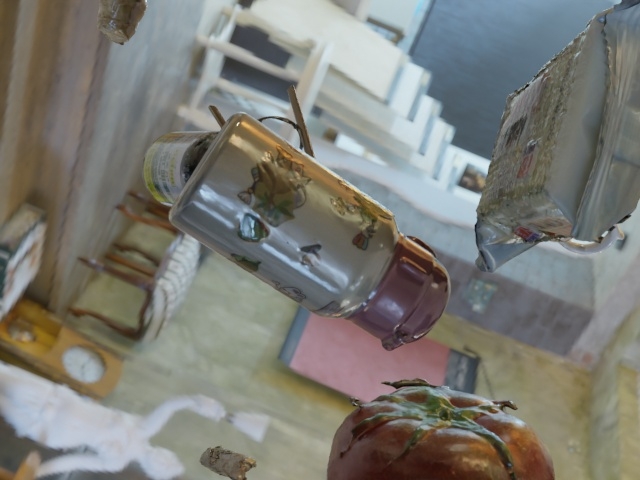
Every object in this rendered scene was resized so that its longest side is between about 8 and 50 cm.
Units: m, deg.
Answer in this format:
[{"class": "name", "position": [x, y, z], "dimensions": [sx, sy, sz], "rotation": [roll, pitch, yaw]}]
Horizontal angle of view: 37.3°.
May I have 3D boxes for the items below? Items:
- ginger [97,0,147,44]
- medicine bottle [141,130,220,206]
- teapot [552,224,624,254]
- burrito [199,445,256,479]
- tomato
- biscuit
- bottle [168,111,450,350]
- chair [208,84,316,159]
[{"class": "ginger", "position": [-0.316, -0.396, 1.480], "dimensions": [0.069, 0.095, 0.190], "rotation": [-128, -155, -50]}, {"class": "medicine bottle", "position": [-0.195, -0.117, 1.621], "dimensions": [0.293, 0.141, 0.141], "rotation": [11, -104, 60]}, {"class": "teapot", "position": [0.396, -0.092, 1.568], "dimensions": [0.166, 0.299, 0.208], "rotation": [-32, -151, 16]}, {"class": "burrito", "position": [-0.163, 0.391, 1.665], "dimensions": [0.051, 0.042, 0.171], "rotation": [-42, -166, -24]}, {"class": "tomato", "position": [0.150, 0.330, 1.246], "dimensions": [0.303, 0.303, 0.239], "rotation": [-68, 163, -78]}, {"class": "biscuit", "position": [0.188, -0.067, 0.740], "dimensions": [0.309, 0.079, 0.186], "rotation": [141, -32, -85]}, {"class": "bottle", "position": [0.000, 0.000, 0.842], "dimensions": [0.120, 0.253, 0.120], "rotation": [-54, -168, 17]}, {"class": "chair", "position": [-0.045, -0.078, 1.050], "dimensions": [0.221, 0.104, 0.095], "rotation": [-116, -169, -51]}]
